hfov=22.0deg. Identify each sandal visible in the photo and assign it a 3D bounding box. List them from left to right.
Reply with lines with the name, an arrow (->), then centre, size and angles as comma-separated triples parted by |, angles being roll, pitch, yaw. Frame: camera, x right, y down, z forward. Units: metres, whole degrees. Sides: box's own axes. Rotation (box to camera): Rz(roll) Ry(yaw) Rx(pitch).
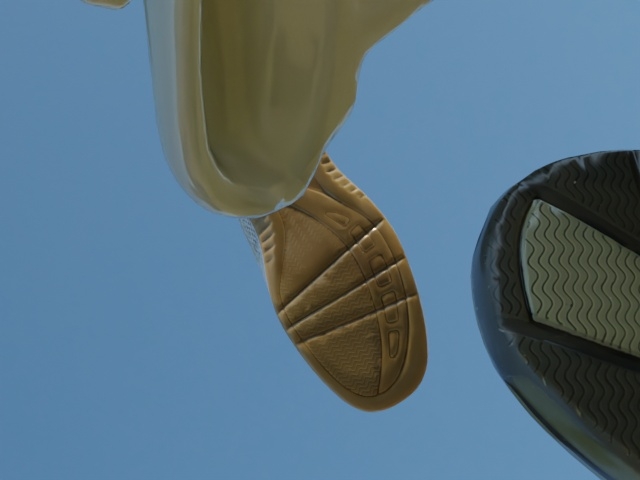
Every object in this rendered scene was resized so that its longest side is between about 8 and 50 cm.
sandal -> 0.169, 0.071, 0.508 | 0.303, 0.086, 0.120 | 24, -127, -23

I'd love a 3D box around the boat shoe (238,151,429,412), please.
boat shoe -> 0.000, 0.000, 1.170 | 0.098, 0.277, 0.096 | -28, -20, 1

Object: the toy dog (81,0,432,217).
toy dog -> -0.132, -0.230, 0.625 | 0.284, 0.408, 0.395 | -47, -41, -33
